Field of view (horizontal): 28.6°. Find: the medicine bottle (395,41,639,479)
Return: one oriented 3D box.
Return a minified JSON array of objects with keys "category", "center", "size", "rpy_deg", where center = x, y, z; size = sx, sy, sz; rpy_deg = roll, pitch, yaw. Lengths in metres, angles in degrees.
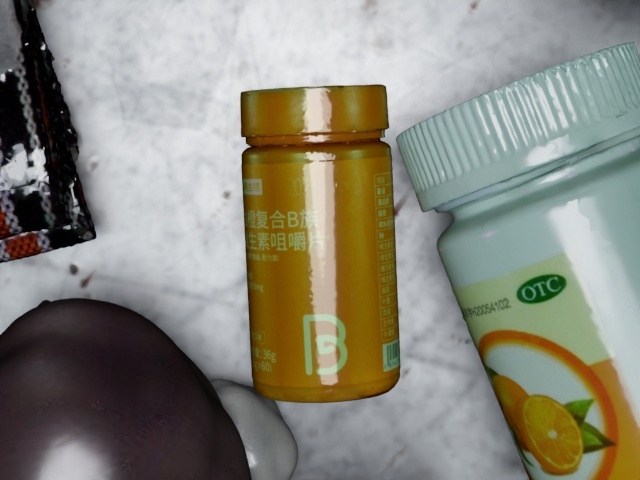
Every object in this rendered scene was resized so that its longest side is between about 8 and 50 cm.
[{"category":"medicine bottle","center":[0.174,0.056,0.755],"size":[0.158,0.158,0.318],"rpy_deg":[-22,89,0]}]

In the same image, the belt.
[{"category":"belt","center":[-0.222,-0.163,0.752],"size":[0.094,0.126,0.359],"rpy_deg":[-14,94,-3]}]

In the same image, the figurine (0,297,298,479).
[{"category":"figurine","center":[-0.210,0.180,0.751],"size":[0.365,0.218,0.206],"rpy_deg":[-24,120,13]}]

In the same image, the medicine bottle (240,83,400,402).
[{"category":"medicine bottle","center":[0.000,0.000,0.787],"size":[0.096,0.096,0.192],"rpy_deg":[-2,96,-2]}]
